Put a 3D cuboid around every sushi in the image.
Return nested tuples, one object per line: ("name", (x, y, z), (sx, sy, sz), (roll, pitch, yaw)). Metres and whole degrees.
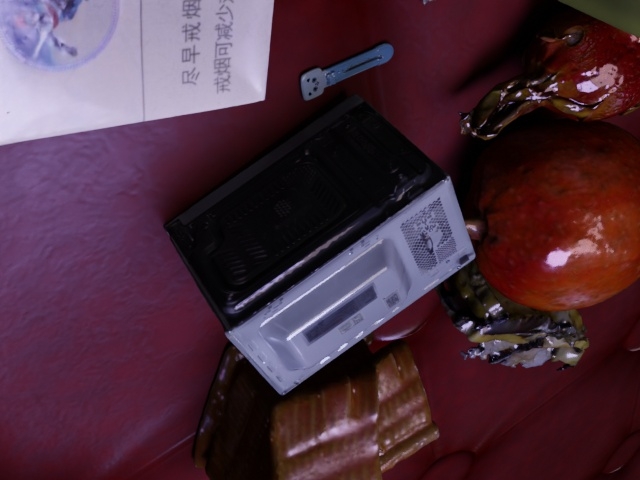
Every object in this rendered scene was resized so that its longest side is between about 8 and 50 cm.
("sushi", (0.244, 0.084, 0.969), (0.291, 0.139, 0.131), (15, 132, -45))

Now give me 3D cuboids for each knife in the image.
("knife", (0.025, -0.147, 0.661), (0.096, 0.010, 0.027), (-28, 137, -19))

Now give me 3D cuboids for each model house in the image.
("model house", (0.000, 0.208, 0.778), (0.200, 0.229, 0.219), (-9, 130, -27))

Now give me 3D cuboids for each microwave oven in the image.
("microwave oven", (0.000, 0.000, 0.651), (0.208, 0.162, 0.122), (-36, 139, -4))

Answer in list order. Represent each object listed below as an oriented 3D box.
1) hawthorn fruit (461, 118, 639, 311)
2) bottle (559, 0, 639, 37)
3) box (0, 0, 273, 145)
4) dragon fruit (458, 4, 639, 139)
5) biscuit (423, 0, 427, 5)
("hawthorn fruit", (0.234, -0.023, 0.805), (0.253, 0.205, 0.205), (-14, 131, -23))
("bottle", (0.278, -0.219, 0.618), (0.112, 0.260, 0.112), (-23, 135, -24))
("box", (-0.152, -0.151, 0.465), (0.257, 0.069, 0.164), (-16, 132, -31))
("dragon fruit", (0.235, -0.158, 0.747), (0.246, 0.125, 0.125), (-26, 140, -12))
("biscuit", (0.076, -0.264, 0.602), (0.203, 0.016, 0.144), (4, 120, -41))
